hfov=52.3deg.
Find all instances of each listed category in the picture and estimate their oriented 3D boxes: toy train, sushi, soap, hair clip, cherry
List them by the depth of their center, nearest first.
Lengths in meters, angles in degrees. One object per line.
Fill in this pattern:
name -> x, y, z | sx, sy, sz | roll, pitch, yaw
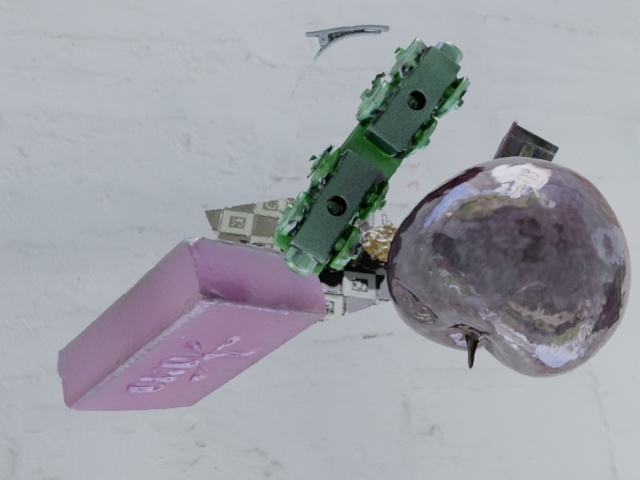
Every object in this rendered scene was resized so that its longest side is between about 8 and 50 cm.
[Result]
cherry -> 0.140, 0.014, 0.475 | 0.176, 0.140, 0.176 | -14, -129, 18
toy train -> 0.043, -0.075, 0.606 | 0.085, 0.119, 0.251 | 38, -95, -4
soap -> -0.143, 0.103, 0.716 | 0.181, 0.259, 0.081 | 15, -134, -48
hair clip -> 0.038, -0.274, 0.890 | 0.115, 0.030, 0.039 | -9, -72, 2
sushi -> 0.000, 0.000, 0.994 | 0.290, 0.050, 0.264 | -12, -130, -21

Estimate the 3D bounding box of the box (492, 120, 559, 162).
box -> 0.241, -0.096, 0.783 | 0.063, 0.084, 0.060 | 26, -93, 9
